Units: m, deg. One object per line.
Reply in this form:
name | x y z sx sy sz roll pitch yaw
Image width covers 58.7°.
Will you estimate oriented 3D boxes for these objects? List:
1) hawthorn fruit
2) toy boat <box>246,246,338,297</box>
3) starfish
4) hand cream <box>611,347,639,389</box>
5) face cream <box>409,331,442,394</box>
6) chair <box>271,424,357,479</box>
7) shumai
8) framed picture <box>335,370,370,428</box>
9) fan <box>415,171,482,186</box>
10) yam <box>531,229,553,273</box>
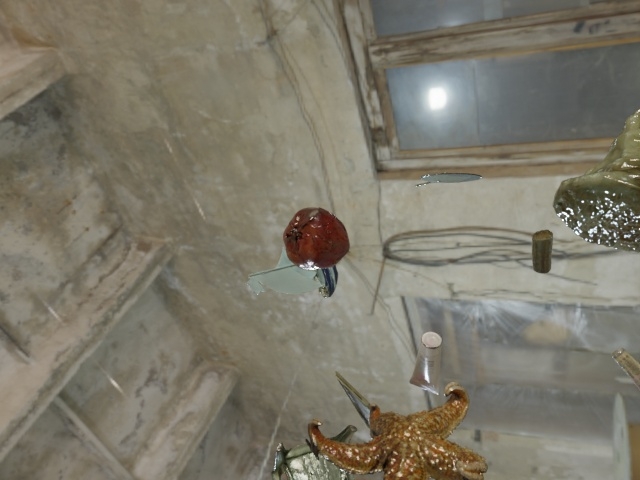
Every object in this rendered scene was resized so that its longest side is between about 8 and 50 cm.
hawthorn fruit | 0.000 0.000 1.308 0.172 0.148 0.148 16 -107 -37
toy boat | -0.082 0.094 1.663 0.291 0.067 0.220 -12 -121 -38
starfish | 0.127 0.342 0.968 0.312 0.303 0.113 -107 11 -76
hand cream | 0.883 0.363 1.596 0.143 0.061 0.039 50 -150 15
face cream | 0.298 0.346 1.585 0.058 0.092 0.244 -51 -30 -37
chair | -0.005 0.578 1.358 0.275 0.203 0.191 101 155 -61
shumai | 0.821 -0.162 1.447 0.324 0.397 0.323 116 174 -76
framed picture | 0.149 0.557 1.810 0.016 0.216 0.273 -36 -63 -14
fan | 0.235 -0.117 1.106 0.113 0.175 0.005 2 -93 -23
yam | 0.594 0.030 1.526 0.054 0.054 0.132 -67 -30 -44
